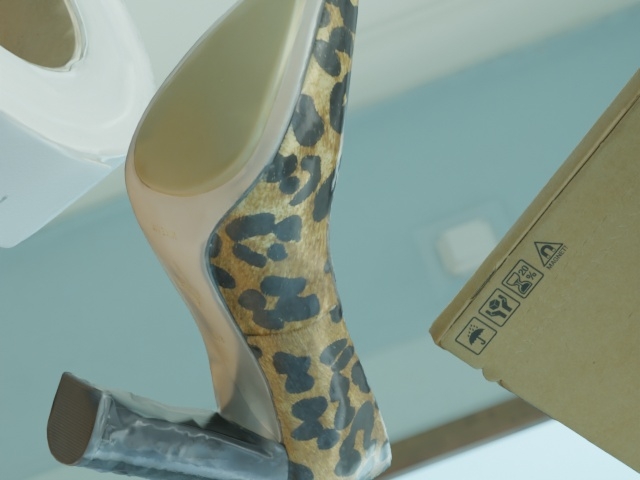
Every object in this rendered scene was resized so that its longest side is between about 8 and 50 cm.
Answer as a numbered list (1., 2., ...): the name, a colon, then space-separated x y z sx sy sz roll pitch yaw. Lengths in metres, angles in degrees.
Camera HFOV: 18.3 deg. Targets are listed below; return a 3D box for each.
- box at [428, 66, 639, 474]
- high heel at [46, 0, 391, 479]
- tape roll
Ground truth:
1. box: 0.178 0.013 1.001 0.164 0.201 0.021 33 14 -22
2. high heel: 0.000 0.000 0.903 0.186 0.261 0.093 17 12 -42
3. tape roll: -0.234 -0.139 1.253 0.286 0.100 0.286 44 24 -25
